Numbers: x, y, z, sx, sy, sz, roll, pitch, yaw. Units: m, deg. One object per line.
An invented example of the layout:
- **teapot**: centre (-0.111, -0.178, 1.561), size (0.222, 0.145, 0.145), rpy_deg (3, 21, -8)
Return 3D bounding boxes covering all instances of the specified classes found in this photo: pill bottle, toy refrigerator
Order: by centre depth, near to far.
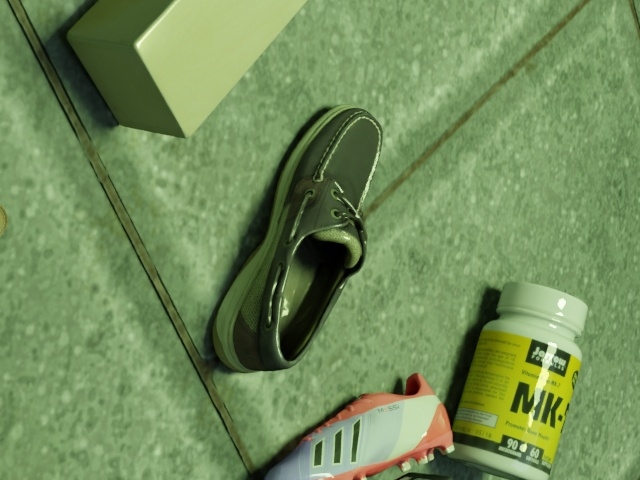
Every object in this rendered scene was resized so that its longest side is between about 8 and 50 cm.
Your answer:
- **toy refrigerator**: centre (-0.087, -0.218, 1.126), size (0.269, 0.094, 0.102), rpy_deg (-53, 136, -26)
- **pill bottle**: centre (0.223, 0.159, 1.482), size (0.119, 0.119, 0.209), rpy_deg (29, 75, -44)

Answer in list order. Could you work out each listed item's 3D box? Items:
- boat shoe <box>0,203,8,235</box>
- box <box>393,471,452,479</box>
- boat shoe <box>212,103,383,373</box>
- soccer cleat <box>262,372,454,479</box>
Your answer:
- **boat shoe**: centre (-0.281, 0.013, 0.987), size (0.135, 0.045, 0.050), rpy_deg (-42, 124, -34)
- **box**: centre (0.062, 0.410, 1.252), size (0.242, 0.076, 0.308), rpy_deg (-23, 98, -34)
- **boat shoe**: centre (0.000, 0.000, 1.243), size (0.103, 0.092, 0.285), rpy_deg (46, 64, -40)
- **soccer cleat**: centre (0.031, 0.202, 1.331), size (0.248, 0.083, 0.095), rpy_deg (-11, 72, -39)
